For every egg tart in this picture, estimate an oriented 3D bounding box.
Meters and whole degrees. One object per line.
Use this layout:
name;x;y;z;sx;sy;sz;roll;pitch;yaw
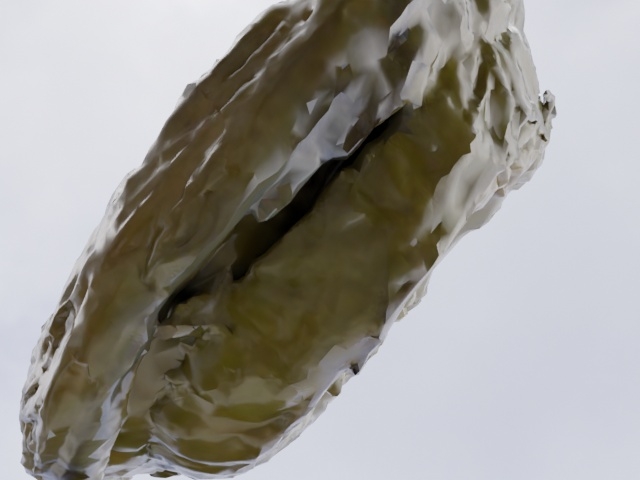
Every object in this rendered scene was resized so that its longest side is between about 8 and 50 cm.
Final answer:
egg tart;0.000;0.000;0.592;0.095;0.279;0.279;39;-117;9
